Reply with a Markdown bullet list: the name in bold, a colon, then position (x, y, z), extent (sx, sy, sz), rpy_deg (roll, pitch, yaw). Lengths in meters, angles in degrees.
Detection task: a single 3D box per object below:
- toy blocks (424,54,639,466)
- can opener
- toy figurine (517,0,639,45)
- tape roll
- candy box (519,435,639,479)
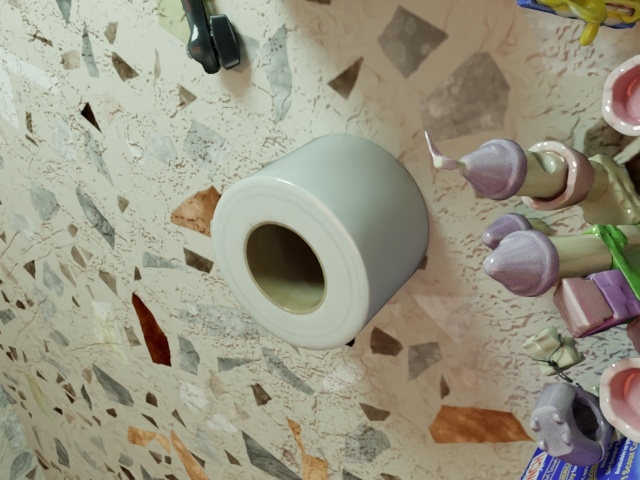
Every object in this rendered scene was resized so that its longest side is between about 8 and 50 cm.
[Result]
- **toy blocks**: position (0.225, 0.040, 0.524), extent (0.309, 0.260, 0.289), rpy_deg (-46, 57, 46)
- **can opener**: position (-0.172, -0.321, 0.827), extent (0.059, 0.073, 0.186), rpy_deg (-148, 36, -75)
- **toy figurine**: position (0.274, -0.240, 0.479), extent (0.362, 0.217, 0.191), rpy_deg (6, 101, -10)
- **tape roll**: position (0.000, 0.000, 0.801), extent (0.246, 0.169, 0.246), rpy_deg (19, 126, 27)
- **candy box**: position (0.347, 0.259, 0.620), extent (0.122, 0.268, 0.317), rpy_deg (50, 135, 7)
